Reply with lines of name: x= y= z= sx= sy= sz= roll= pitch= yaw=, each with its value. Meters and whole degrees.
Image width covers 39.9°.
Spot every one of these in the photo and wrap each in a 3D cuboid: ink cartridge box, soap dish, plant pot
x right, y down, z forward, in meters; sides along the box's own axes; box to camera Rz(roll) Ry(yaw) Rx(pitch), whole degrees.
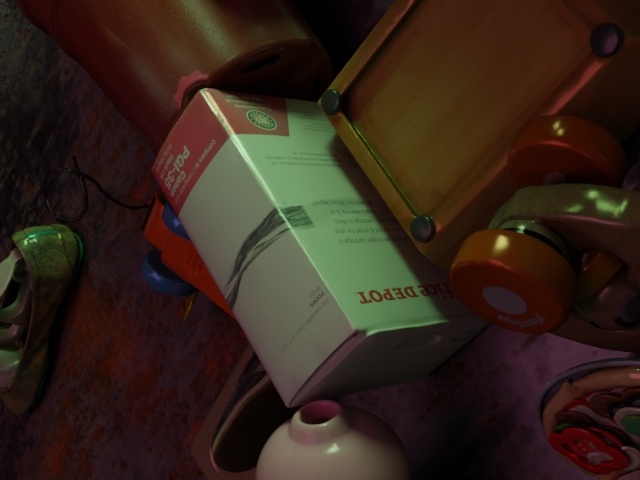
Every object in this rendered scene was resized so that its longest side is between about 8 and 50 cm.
ink cartridge box: x=0.000 y=0.000 z=0.829 sx=0.117 sy=0.207 sz=0.283 roll=-50 pitch=59 yaw=32
soap dish: x=0.142 y=-0.135 z=0.754 sx=0.291 sy=0.118 sz=0.229 roll=-49 pitch=60 yaw=32
plant pot: x=-0.140 y=-0.222 z=0.932 sx=0.265 sy=0.272 sz=0.272 roll=54 pitch=125 yaw=20

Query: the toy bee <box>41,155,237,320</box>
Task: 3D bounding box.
toy bee: x=-0.142 y=-0.019 z=1.027 sx=0.195 sy=0.162 sz=0.298 roll=-40 pitch=89 yaw=28

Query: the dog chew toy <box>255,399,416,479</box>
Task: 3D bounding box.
dog chew toy: x=0.030 y=0.290 z=0.772 sx=0.207 sy=0.207 sz=0.331 roll=9 pitch=118 yaw=43

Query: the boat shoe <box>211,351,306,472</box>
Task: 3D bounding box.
boat shoe: x=-0.043 y=0.145 z=0.947 sx=0.223 sy=0.080 sz=0.073 roll=-54 pitch=33 yaw=2

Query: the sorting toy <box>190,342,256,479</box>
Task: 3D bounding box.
sorting toy: x=-0.063 y=0.247 z=1.021 sx=0.208 sy=0.038 sz=0.193 roll=51 pitch=123 yaw=35

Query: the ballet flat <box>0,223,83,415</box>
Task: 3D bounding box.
ballet flat: x=-0.464 y=0.126 z=1.339 sx=0.123 sy=0.123 sz=0.348 roll=43 pitch=119 yaw=34

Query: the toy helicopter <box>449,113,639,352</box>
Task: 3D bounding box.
toy helicopter: x=0.277 y=0.050 z=0.597 sx=0.355 sy=0.235 sz=0.140 roll=9 pitch=55 yaw=36

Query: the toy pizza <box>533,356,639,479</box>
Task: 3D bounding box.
toy pizza: x=0.251 y=0.152 z=0.629 sx=0.201 sy=0.201 sz=0.032 roll=-11 pitch=41 yaw=43
